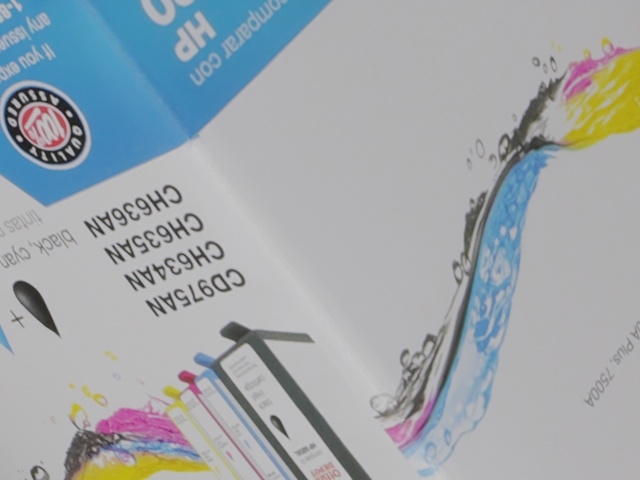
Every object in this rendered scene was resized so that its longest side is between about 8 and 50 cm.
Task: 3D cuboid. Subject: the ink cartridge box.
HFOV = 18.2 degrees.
[{"bbox_3d":[0.000,0.000,0.543,0.171,0.168,0.233,-19,113,48],"label":"ink cartridge box"}]
